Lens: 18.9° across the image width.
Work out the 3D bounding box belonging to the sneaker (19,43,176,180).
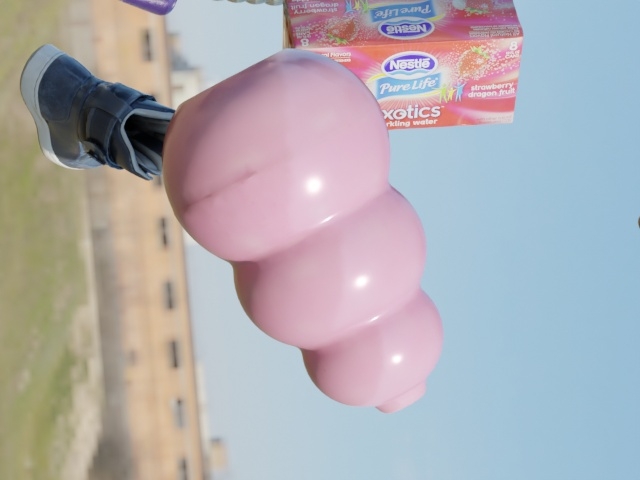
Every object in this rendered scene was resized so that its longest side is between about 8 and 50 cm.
[{"bbox_3d":[-0.212,-0.104,1.992,0.086,0.163,0.226,-60,164,-13],"label":"sneaker"}]

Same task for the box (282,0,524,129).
[{"bbox_3d":[0.087,-0.207,2.133,0.122,0.257,0.128,-99,-171,-46],"label":"box"}]

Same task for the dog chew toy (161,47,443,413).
[{"bbox_3d":[0.000,0.000,1.706,0.331,0.207,0.206,62,-5,-5],"label":"dog chew toy"}]

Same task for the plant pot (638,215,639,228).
[{"bbox_3d":[0.524,-0.034,2.132,0.212,0.212,0.187,43,-16,-8],"label":"plant pot"}]

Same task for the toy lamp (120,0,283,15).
[{"bbox_3d":[-0.117,-0.298,2.275,0.080,0.275,0.080,-8,-99,59],"label":"toy lamp"}]
